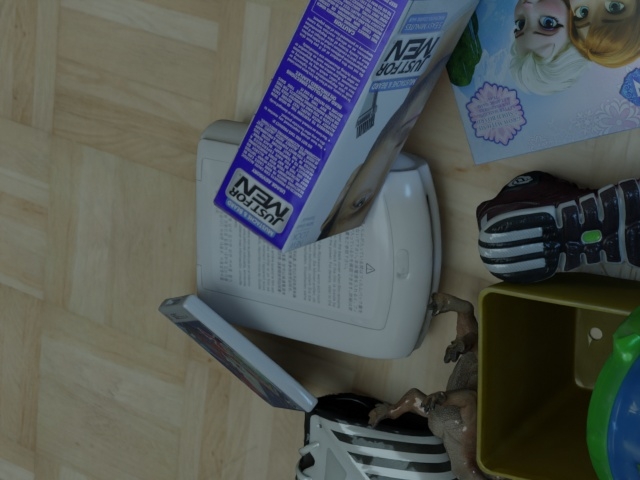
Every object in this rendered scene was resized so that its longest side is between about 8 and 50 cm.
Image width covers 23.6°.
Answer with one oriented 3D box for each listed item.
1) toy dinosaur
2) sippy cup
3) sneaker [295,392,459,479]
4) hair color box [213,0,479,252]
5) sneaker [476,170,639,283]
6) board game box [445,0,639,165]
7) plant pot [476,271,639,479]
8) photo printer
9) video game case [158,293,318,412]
[{"bbox_3d":[0.196,0.177,1.750,0.296,0.200,0.127,-65,24,4],"label":"toy dinosaur"},{"bbox_3d":[0.401,0.190,1.406,0.224,0.305,0.240,34,111,62],"label":"sippy cup"},{"bbox_3d":[-0.005,0.333,1.934,0.447,0.169,0.257,-21,86,27],"label":"sneaker"},{"bbox_3d":[0.037,-0.164,1.593,0.110,0.185,0.339,37,115,18],"label":"hair color box"},{"bbox_3d":[0.297,-0.039,1.633,0.281,0.162,0.106,-5,114,-3],"label":"sneaker"},{"bbox_3d":[0.264,-0.264,1.593,0.318,0.066,0.318,-13,99,34],"label":"board game box"},{"bbox_3d":[0.303,0.137,1.632,0.212,0.187,0.212,10,111,30],"label":"plant pot"},{"bbox_3d":[0.000,0.000,1.824,0.307,0.107,0.256,11,112,28],"label":"photo printer"},{"bbox_3d":[-0.105,0.140,1.887,0.201,0.023,0.183,41,167,-9],"label":"video game case"}]
